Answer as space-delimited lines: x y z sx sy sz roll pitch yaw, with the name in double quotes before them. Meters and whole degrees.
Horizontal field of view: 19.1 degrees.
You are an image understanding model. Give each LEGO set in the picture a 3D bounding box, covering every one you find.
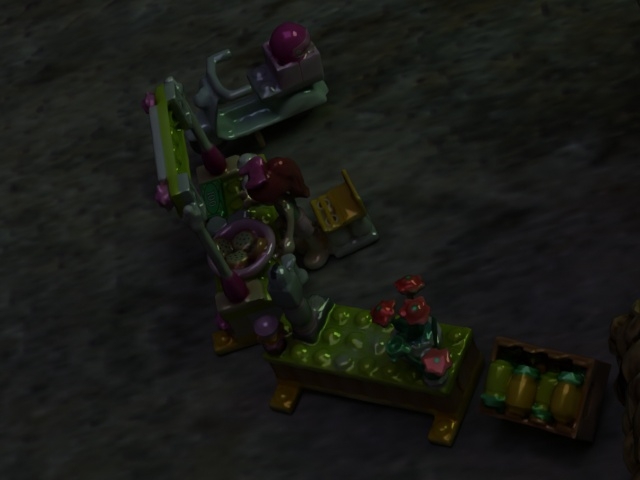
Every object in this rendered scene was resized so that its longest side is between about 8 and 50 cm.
"LEGO set" 0.000 0.000 0.863 0.132 0.107 0.287 -35 49 -7

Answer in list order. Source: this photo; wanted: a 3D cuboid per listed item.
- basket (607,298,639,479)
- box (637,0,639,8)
"basket" 0.262 0.086 0.581 0.299 0.213 0.223 -32 25 21
"box" 0.328 -0.139 0.773 0.345 0.168 0.215 -34 35 -6
